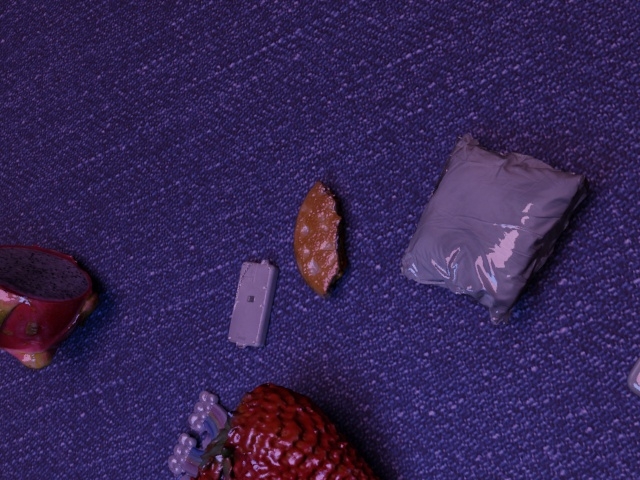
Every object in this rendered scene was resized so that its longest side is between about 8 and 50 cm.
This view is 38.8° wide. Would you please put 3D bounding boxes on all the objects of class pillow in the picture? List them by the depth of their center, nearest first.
[{"bbox_3d":[0.297,-0.026,1.656,0.283,0.138,0.310,30,93,39],"label":"pillow"}]

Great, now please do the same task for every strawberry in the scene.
[{"bbox_3d":[-0.050,0.449,1.684,0.351,0.267,0.312,30,102,-2],"label":"strawberry"}]

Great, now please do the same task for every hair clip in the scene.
[{"bbox_3d":[-0.242,0.439,1.906,0.140,0.054,0.220,24,88,37],"label":"hair clip"}]

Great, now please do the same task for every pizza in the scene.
[{"bbox_3d":[0.002,0.000,1.855,0.127,0.058,0.246,-23,68,24],"label":"pizza"}]

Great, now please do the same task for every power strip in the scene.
[{"bbox_3d":[-0.143,0.134,1.920,0.081,0.035,0.192,6,82,30],"label":"power strip"}]

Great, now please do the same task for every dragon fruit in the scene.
[{"bbox_3d":[-0.675,0.161,2.073,0.305,0.305,0.226,35,113,30],"label":"dragon fruit"}]

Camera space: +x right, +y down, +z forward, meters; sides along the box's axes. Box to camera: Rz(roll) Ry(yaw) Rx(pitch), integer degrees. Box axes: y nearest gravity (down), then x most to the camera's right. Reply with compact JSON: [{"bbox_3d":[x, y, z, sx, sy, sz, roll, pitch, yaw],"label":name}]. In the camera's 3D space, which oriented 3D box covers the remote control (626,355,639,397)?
[{"bbox_3d":[0.638,0.283,1.453,0.309,0.038,0.090,32,97,31],"label":"remote control"}]
